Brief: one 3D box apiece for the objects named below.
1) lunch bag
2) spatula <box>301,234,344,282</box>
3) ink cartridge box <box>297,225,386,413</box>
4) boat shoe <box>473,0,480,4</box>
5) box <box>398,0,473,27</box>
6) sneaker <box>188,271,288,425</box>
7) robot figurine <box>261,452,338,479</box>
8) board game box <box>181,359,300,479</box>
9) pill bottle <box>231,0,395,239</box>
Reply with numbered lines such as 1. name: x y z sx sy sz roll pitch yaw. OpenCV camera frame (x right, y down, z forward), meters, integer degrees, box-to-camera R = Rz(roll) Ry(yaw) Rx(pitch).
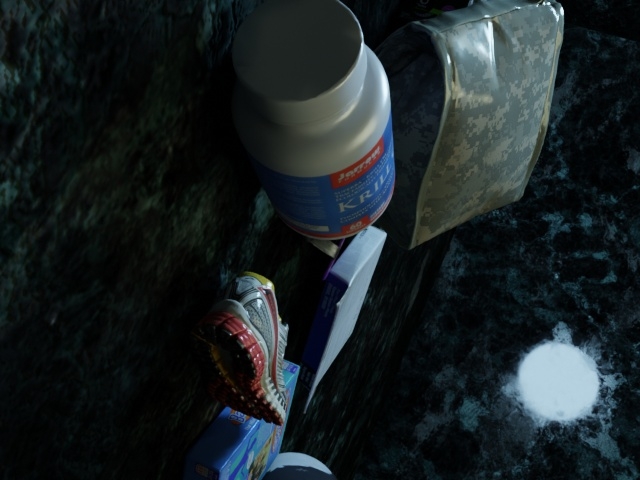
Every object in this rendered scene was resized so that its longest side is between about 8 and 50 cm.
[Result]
1. lunch bag: 0.167 -0.166 0.877 0.235 0.169 0.287 -22 139 -33
2. spatula: 0.000 0.000 0.896 0.084 0.030 0.296 -65 165 -7
3. ink cartridge box: 0.021 0.115 1.078 0.224 0.045 0.223 -51 161 -56
4. boat shoe: 0.183 -0.271 1.048 0.302 0.109 0.094 -60 161 -22
5. box: 0.155 -0.305 0.938 0.052 0.083 0.062 26 84 -75
6. sneaker: -0.063 0.117 0.714 0.225 0.088 0.093 90 23 -54
7. robot figurine: -0.034 0.394 0.939 0.209 0.173 0.278 -56 -171 -5
8. board game box: -0.100 0.260 0.855 0.210 0.047 0.160 -44 151 -59
9. pill bottle: -0.003 -0.092 0.573 0.221 0.124 0.124 68 45 -69
